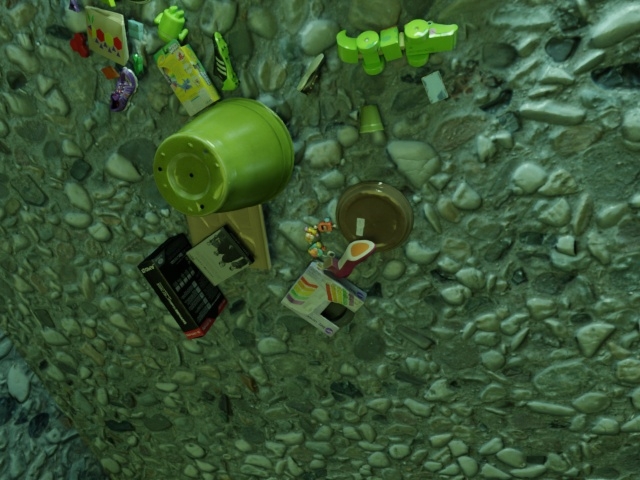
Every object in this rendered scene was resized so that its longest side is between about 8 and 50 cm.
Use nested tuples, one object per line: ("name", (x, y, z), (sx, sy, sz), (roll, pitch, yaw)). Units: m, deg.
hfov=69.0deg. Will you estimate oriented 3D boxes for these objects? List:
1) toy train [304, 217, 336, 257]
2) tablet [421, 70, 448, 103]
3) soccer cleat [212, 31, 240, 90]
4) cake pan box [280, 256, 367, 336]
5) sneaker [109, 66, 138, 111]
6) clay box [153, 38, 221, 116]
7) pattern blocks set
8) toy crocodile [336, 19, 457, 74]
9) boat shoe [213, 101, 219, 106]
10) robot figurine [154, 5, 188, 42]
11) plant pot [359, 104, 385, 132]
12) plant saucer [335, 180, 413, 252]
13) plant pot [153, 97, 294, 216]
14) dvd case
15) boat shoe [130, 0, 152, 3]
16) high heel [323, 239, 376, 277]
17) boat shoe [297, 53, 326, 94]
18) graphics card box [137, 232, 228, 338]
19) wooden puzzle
("toy train", (0.000, 0.000, 1.716), (0.125, 0.046, 0.166), (2, 119, 16))
("tablet", (0.339, -0.453, 1.380), (0.054, 0.006, 0.083), (-19, 112, 25))
("soccer cleat", (-0.318, -0.567, 1.488), (0.072, 0.060, 0.179), (-5, 120, 21))
("cake pan box", (0.014, 0.230, 1.830), (0.267, 0.070, 0.246), (36, 124, -6))
("sneaker", (-0.690, -0.517, 1.622), (0.068, 0.071, 0.170), (31, 122, -2))
("clay box", (-0.440, -0.538, 1.538), (0.127, 0.053, 0.222), (-18, 111, 33))
("pattern blocks set", (-0.695, -0.667, 1.511), (0.325, 0.026, 0.285), (35, 132, 11))
("toy crocodile", (0.210, -0.557, 1.311), (0.340, 0.105, 0.115), (-3, 159, 18))
("boat shoe", (-0.290, -0.421, 1.575), (0.153, 0.048, 0.056), (28, 127, 8))
("robot figurine", (-0.471, -0.676, 1.467), (0.101, 0.067, 0.115), (30, 123, -11))
("plant pot", (0.155, -0.378, 1.443), (0.083, 0.083, 0.079), (-3, 106, 19))
("plant saucer", (0.184, -0.072, 1.624), (0.278, 0.041, 0.278), (8, 121, 13))
("plant pot", (-0.312, -0.233, 1.427), (0.366, 0.353, 0.366), (6, 113, 16))
("dvd case", (-0.389, 0.063, 1.795), (0.239, 0.029, 0.179), (-29, 105, 33))
("boat shoe", (-0.626, -0.790, 1.448), (0.219, 0.070, 0.077), (18, 122, 7))
("high heel", (0.130, 0.075, 1.683), (0.117, 0.082, 0.244), (28, 135, -34))
("boat shoe", (-0.021, -0.512, 1.438), (0.042, 0.049, 0.133), (21, 120, -29))
("graphics card box", (-0.543, 0.182, 1.875), (0.094, 0.233, 0.371), (-17, 113, 25))
("wooden puzzle", (-0.350, -0.049, 1.783), (0.348, 0.080, 0.322), (6, 120, 19))
